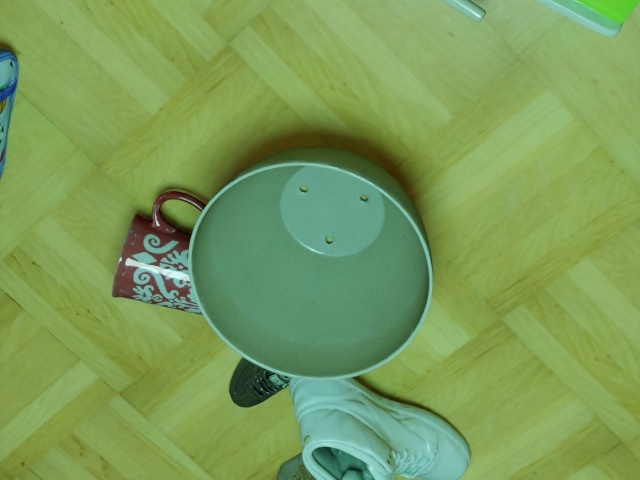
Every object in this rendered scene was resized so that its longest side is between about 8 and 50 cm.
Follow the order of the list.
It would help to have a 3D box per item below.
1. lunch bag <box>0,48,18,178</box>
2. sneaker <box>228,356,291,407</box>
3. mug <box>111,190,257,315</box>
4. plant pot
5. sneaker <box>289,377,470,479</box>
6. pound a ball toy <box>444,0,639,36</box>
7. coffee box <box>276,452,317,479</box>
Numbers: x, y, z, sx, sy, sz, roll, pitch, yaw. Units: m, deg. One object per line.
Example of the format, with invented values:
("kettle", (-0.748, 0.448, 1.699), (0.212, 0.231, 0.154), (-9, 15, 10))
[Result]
("lunch bag", (-0.471, -0.113, 1.464), (0.115, 0.303, 0.243), (22, 118, 4))
("sneaker", (-0.063, 0.172, 1.665), (0.066, 0.071, 0.188), (40, 116, -11))
("mug", (-0.169, 0.030, 1.588), (0.169, 0.113, 0.150), (16, 134, -2))
("plant pot", (0.000, 0.000, 1.499), (0.284, 0.191, 0.284), (4, 117, 8))
("sneaker", (0.084, 0.289, 1.615), (0.293, 0.169, 0.108), (28, 119, -24))
("pound a ball toy", (0.203, -0.342, 1.344), (0.319, 0.135, 0.208), (26, 143, -4))
("coffee box", (0.004, 0.376, 1.657), (0.141, 0.246, 0.098), (-34, 106, 24))
